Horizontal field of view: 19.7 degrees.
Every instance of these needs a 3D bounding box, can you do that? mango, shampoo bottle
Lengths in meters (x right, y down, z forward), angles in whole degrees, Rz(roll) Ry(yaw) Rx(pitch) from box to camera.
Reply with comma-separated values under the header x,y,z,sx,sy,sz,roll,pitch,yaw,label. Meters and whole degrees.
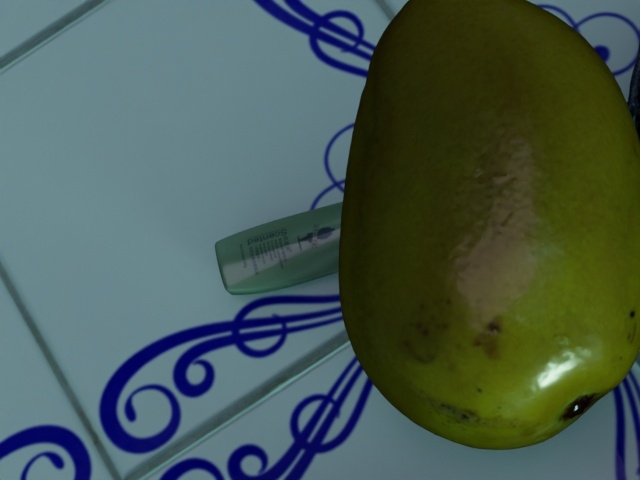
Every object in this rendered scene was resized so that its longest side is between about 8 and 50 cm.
x,y,z,sx,sy,sz,roll,pitch,yaw,label
0.160,-0.028,1.735,0.300,0.232,0.446,-9,76,16,mango
0.000,0.000,1.877,0.212,0.049,0.072,-19,66,6,shampoo bottle

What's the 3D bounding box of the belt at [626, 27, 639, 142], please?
x,y,z,sx,sy,sz,roll,pitch,yaw,label
0.369,-0.180,1.809,0.122,0.128,0.218,9,74,16,belt
